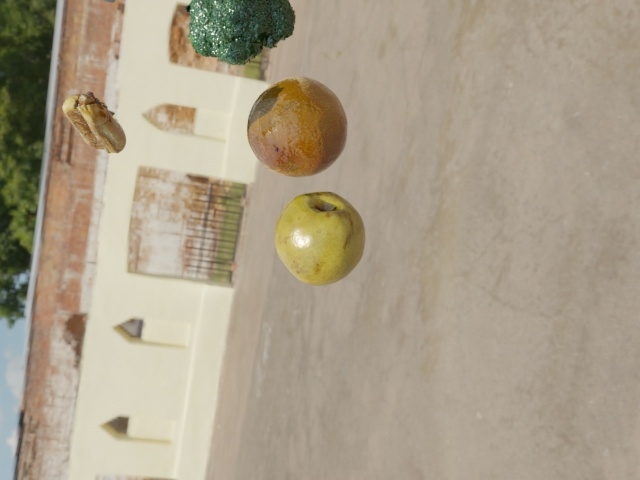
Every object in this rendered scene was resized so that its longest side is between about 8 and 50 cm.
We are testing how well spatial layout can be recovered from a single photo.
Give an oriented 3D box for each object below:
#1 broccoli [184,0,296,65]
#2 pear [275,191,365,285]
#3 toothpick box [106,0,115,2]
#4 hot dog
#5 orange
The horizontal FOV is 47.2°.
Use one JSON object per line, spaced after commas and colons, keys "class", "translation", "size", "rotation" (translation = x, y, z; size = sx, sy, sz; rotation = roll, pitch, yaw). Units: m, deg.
{"class": "broccoli", "translation": [-0.193, -0.561, 1.860], "size": [0.269, 0.269, 0.254], "rotation": [-139, 70, -77]}
{"class": "pear", "translation": [0.000, 0.000, 1.613], "size": [0.209, 0.209, 0.209], "rotation": [-172, 90, -79]}
{"class": "toothpick box", "translation": [-0.427, -0.540, 1.512], "size": [0.083, 0.052, 0.052], "rotation": [-42, 35, 37]}
{"class": "hot dog", "translation": [-0.480, -0.255, 1.576], "size": [0.249, 0.102, 0.076], "rotation": [89, -162, -76]}
{"class": "orange", "translation": [-0.057, -0.283, 1.819], "size": [0.264, 0.264, 0.264], "rotation": [-172, 90, -79]}
